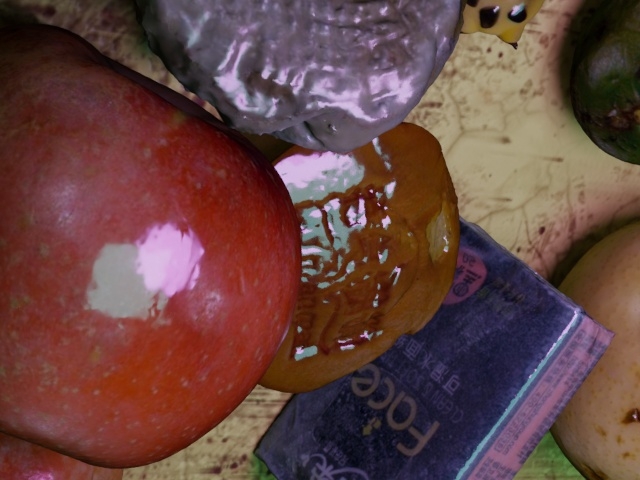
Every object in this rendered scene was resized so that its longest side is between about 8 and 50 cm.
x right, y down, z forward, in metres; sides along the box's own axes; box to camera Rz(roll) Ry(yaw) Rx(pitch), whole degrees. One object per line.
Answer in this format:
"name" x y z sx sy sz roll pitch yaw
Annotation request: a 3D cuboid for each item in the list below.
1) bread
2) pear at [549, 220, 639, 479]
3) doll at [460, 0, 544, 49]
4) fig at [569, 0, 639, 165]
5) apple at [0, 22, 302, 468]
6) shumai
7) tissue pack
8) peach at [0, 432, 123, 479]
"bread" 0.000 0.000 1.778 0.270 0.148 0.270 -17 124 -27
"pear" 0.366 0.133 2.022 0.309 0.309 0.309 -17 125 -26
"doll" 0.177 -0.311 1.762 0.117 0.086 0.291 9 112 -6
"fig" 0.350 -0.202 1.925 0.203 0.203 0.235 58 39 -41
"apple" -0.182 0.007 1.525 0.348 0.348 0.277 27 98 -42
"shumai" -0.054 -0.209 1.578 0.304 0.263 0.309 26 70 -11
"tissue pack" 0.106 0.151 1.888 0.103 0.228 0.315 31 96 -43
"peach" -0.260 0.217 1.675 0.232 0.232 0.232 -17 125 -26
